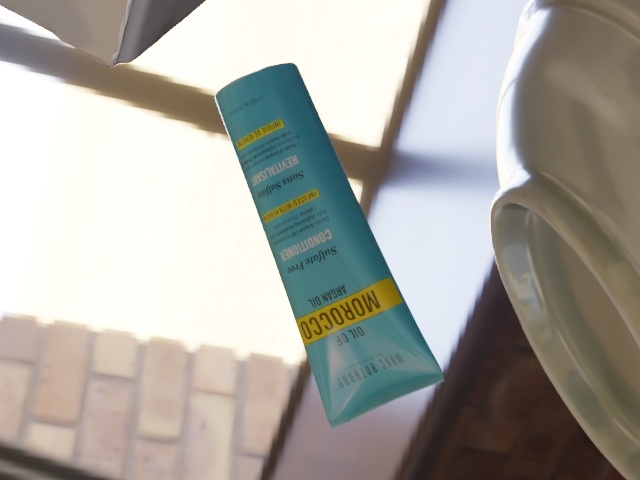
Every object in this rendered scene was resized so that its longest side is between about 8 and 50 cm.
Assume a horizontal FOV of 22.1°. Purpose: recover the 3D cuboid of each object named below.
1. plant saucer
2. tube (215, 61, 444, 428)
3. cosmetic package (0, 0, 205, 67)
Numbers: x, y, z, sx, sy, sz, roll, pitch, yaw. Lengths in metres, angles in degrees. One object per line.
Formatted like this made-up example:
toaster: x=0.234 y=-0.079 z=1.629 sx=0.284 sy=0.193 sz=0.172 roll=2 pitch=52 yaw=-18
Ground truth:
plant saucer: x=0.195 y=0.042 z=0.970 sx=0.400 sy=0.100 sz=0.400 roll=60 pitch=171 yaw=16
tube: x=0.000 y=0.000 z=0.956 sx=0.080 sy=0.052 sz=0.207 roll=-27 pitch=82 yaw=33
cosmetic package: x=-0.082 y=-0.252 z=0.774 sx=0.385 sy=0.217 sz=0.156 roll=-49 pitch=-17 yaw=-56
